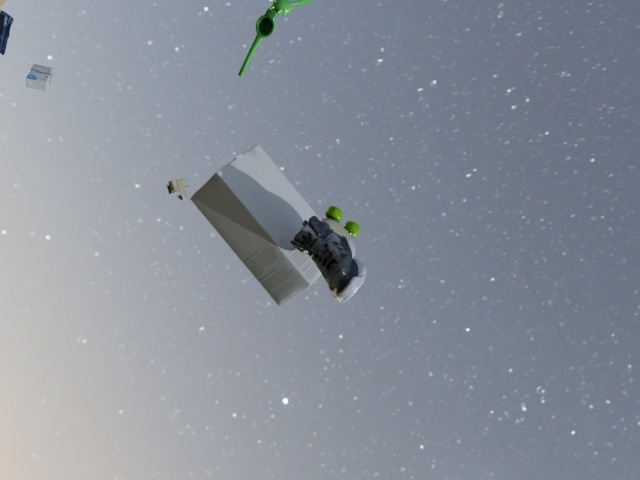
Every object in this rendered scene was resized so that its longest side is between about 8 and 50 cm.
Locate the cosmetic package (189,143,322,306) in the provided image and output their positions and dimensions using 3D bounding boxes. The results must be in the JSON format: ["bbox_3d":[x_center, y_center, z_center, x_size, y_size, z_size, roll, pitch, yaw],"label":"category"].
[{"bbox_3d":[-0.132,-0.042,1.655,0.366,0.197,0.155,51,-47,-2],"label":"cosmetic package"}]

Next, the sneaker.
[{"bbox_3d":[0.010,0.035,1.452,0.153,0.101,0.269,37,14,-18],"label":"sneaker"}]

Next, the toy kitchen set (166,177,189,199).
[{"bbox_3d":[-0.472,-0.155,2.064,0.075,0.083,0.068,-17,-87,23],"label":"toy kitchen set"}]

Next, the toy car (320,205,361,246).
[{"bbox_3d":[0.000,0.000,1.896,0.149,0.155,0.188,39,-22,-27],"label":"toy car"}]

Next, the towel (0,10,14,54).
[{"bbox_3d":[-0.943,-0.615,1.891,0.067,0.029,0.120,38,-64,28],"label":"towel"}]

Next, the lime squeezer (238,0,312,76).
[{"bbox_3d":[-0.128,-0.573,1.690,0.058,0.310,0.110,39,-13,-2],"label":"lime squeezer"}]

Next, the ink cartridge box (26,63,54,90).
[{"bbox_3d":[-0.695,-0.410,1.590,0.083,0.048,0.028,-94,-160,-45],"label":"ink cartridge box"}]

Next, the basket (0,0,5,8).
[{"bbox_3d":[-0.375,-0.229,0.616,0.299,0.223,0.214,-42,-100,32],"label":"basket"}]
